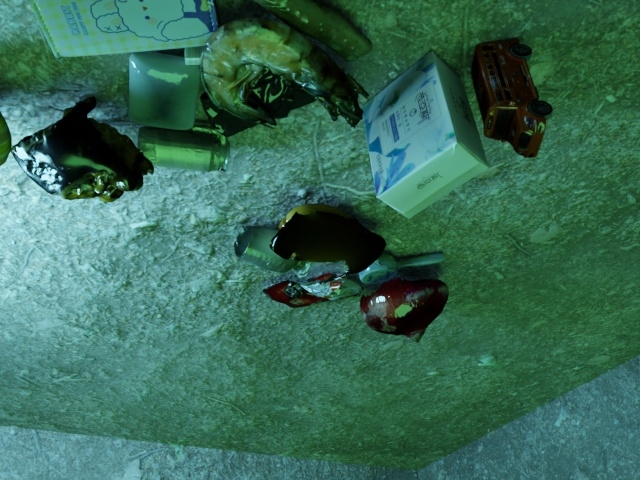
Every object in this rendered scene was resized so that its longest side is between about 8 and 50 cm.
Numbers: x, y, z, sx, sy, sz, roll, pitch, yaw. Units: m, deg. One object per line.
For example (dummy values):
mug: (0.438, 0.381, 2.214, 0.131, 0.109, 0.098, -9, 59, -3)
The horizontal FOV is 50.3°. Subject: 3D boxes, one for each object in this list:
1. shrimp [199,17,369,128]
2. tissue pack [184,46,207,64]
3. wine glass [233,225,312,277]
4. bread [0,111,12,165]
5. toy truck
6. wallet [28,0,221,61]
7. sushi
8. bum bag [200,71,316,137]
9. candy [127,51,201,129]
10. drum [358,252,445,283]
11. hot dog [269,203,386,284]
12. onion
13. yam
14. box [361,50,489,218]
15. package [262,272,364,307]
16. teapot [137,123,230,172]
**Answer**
shrimp: (-0.072, -0.298, 1.333, 0.233, 0.071, 0.365, -33, 138, 30)
tissue pack: (-0.206, -0.363, 1.309, 0.108, 0.056, 0.023, -2, 149, -5)
wine glass: (-0.122, 0.026, 1.808, 0.204, 0.111, 0.111, 17, 138, -30)
bread: (-0.695, -0.226, 1.312, 0.213, 0.105, 0.213, 20, 133, 23)
toy truck: (0.371, -0.281, 1.349, 0.114, 0.253, 0.107, -2, 144, 0)
wallet: (-0.338, -0.418, 1.196, 0.309, 0.077, 0.223, -6, 146, -3)
sushi: (-0.471, -0.167, 1.377, 0.213, 0.200, 0.204, -16, 119, 33)
bum bag: (-0.120, -0.293, 1.415, 0.248, 0.060, 0.123, -16, 139, 10)
candy: (-0.314, -0.298, 1.366, 0.138, 0.071, 0.174, 6, 142, -13)
drum: (0.229, 0.081, 1.992, 0.253, 0.049, 0.130, -3, 154, -19)
hot dog: (0.002, -0.006, 1.770, 0.326, 0.107, 0.194, 31, 101, -42)
onion: (0.258, 0.210, 2.019, 0.272, 0.195, 0.272, -13, 166, -3)
yam: (-0.033, -0.420, 1.249, 0.317, 0.067, 0.071, 23, 170, -34)
box: (0.204, -0.215, 1.391, 0.203, 0.274, 0.116, -33, 135, 32)
package: (-0.015, 0.147, 2.040, 0.269, 0.071, 0.194, -11, 144, 27)
teapot: (-0.297, -0.211, 1.493, 0.200, 0.077, 0.107, 5, 123, -15)
